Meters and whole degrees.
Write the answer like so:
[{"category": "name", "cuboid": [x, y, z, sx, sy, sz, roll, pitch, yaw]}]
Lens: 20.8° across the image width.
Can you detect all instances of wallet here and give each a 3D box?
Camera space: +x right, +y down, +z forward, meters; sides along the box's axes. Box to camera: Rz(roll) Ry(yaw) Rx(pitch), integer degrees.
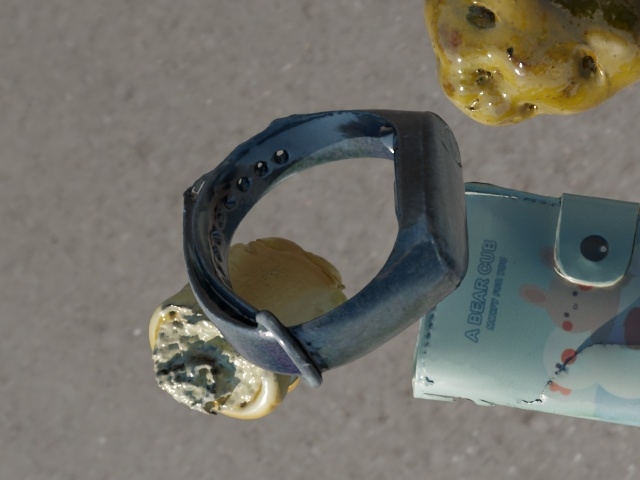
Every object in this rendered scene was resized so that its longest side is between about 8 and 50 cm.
[{"category": "wallet", "cuboid": [0.204, 0.053, 1.351, 0.250, 0.176, 0.075, 8, 168, 12]}]

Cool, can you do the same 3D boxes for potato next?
[{"category": "potato", "cuboid": [0.263, -0.244, 1.612, 0.195, 0.369, 0.176, 36, 152, 55]}]

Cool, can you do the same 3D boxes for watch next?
[{"category": "watch", "cuboid": [0.000, 0.000, 1.127, 0.193, 0.206, 0.068, -19, 132, 17]}]

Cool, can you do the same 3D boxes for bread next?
[{"category": "bread", "cuboid": [-0.052, 0.068, 1.353, 0.119, 0.177, 0.084, 28, 132, 19]}]
